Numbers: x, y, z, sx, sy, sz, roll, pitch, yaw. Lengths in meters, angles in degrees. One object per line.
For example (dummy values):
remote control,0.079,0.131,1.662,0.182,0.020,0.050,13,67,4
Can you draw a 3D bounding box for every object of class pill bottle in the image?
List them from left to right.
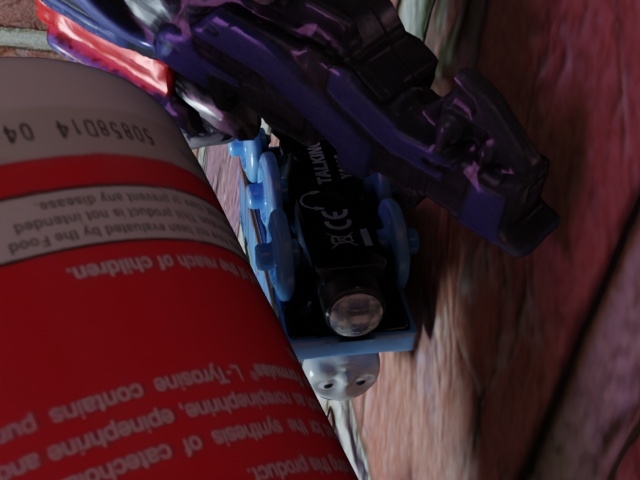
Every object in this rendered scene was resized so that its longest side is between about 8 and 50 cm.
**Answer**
pill bottle,-0.076,0.157,0.446,0.407,0.229,0.229,62,155,21

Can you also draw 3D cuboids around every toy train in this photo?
toy train,0.000,0.000,0.650,0.184,0.080,0.105,-108,15,-51

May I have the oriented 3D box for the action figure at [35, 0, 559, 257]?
action figure,-0.001,-0.154,0.511,0.341,0.178,0.330,39,130,17
